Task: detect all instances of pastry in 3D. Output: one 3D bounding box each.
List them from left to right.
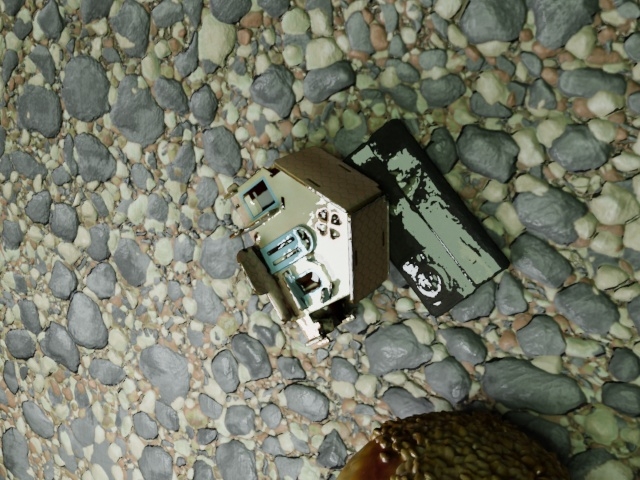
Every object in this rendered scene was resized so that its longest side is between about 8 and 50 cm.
[{"bbox_3d":[0.216,0.428,0.981,0.409,0.409,0.245,12,117,22],"label":"pastry"}]

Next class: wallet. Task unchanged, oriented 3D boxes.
[{"bbox_3d":[0.160,-0.036,1.078,0.170,0.044,0.321,-40,83,29],"label":"wallet"}]

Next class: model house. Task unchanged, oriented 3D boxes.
[{"bbox_3d":[0.000,0.000,1.069,0.244,0.169,0.326,-29,88,39],"label":"model house"}]
